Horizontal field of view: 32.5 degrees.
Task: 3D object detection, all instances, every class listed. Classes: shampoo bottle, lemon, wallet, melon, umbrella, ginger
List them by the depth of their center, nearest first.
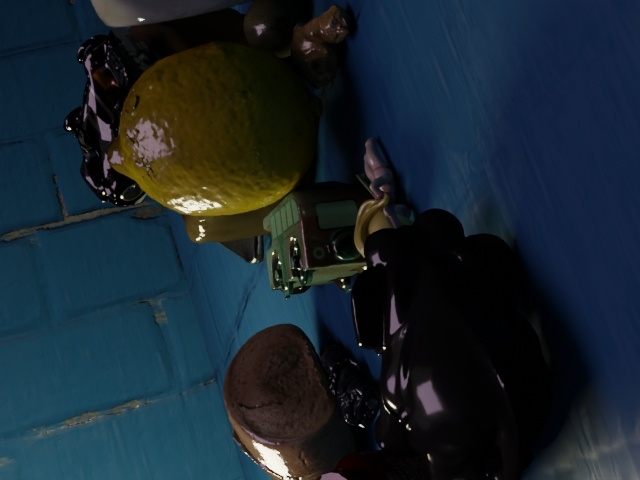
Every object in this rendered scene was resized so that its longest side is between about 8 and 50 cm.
[{"bbox_3d":[0.098,0.297,1.284,0.314,0.076,0.118,11,-138,-57],"label":"shampoo bottle"},{"bbox_3d":[0.000,-0.262,1.515,0.165,0.067,0.096,168,96,-73],"label":"ginger"},{"bbox_3d":[-0.151,-0.156,1.562,0.245,0.320,0.245,-11,-90,-82],"label":"lemon"},{"bbox_3d":[-0.068,-0.323,1.650,0.131,0.098,0.098,-145,42,-68],"label":"melon"},{"bbox_3d":[0.038,0.225,1.841,0.080,0.071,0.224,-67,21,14],"label":"umbrella"},{"bbox_3d":[-0.169,-0.114,2.253,0.172,0.045,0.318,33,131,47],"label":"wallet"}]

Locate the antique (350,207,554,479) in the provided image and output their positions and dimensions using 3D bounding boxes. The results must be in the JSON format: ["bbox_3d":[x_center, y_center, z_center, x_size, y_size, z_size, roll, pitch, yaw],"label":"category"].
[{"bbox_3d":[0.138,0.131,1.167,0.322,0.185,0.255,-120,14,-45],"label":"antique"}]

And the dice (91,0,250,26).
[{"bbox_3d":[-0.206,-0.480,1.558,0.304,0.277,0.304,-103,1,-73],"label":"dice"}]

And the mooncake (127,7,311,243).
[{"bbox_3d":[-0.180,-0.194,1.886,0.393,0.246,0.394,13,116,64],"label":"mooncake"}]

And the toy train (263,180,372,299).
[{"bbox_3d":[0.000,0.000,1.652,0.326,0.129,0.159,146,115,-75],"label":"toy train"}]

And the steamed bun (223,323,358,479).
[{"bbox_3d":[-0.061,0.325,1.971,0.301,0.199,0.251,-120,10,-50],"label":"steamed bun"}]

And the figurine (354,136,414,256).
[{"bbox_3d":[0.075,-0.050,1.437,0.083,0.083,0.187,99,162,-57],"label":"figurine"}]

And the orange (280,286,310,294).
[{"bbox_3d":[-0.046,0.054,1.954,0.095,0.085,0.085,130,125,-67],"label":"orange"}]

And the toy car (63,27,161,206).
[{"bbox_3d":[-0.325,-0.191,1.782,0.193,0.118,0.301,50,142,25],"label":"toy car"}]
